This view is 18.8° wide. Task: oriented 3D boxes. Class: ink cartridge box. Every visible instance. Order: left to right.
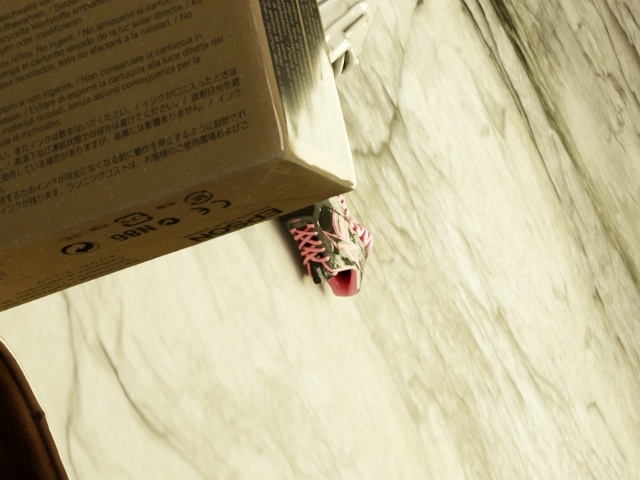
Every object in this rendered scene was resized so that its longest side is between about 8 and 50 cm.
[{"bbox_3d":[-0.119,-0.083,0.881,0.088,0.234,0.193,21,54,-63],"label":"ink cartridge box"}]

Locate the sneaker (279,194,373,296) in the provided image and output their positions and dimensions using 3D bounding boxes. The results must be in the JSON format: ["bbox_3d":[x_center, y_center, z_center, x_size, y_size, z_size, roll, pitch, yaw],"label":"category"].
[{"bbox_3d":[0.000,0.000,1.354,0.119,0.047,0.057,44,46,-46],"label":"sneaker"}]

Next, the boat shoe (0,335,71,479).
[{"bbox_3d":[-0.124,0.178,0.818,0.324,0.116,0.123,64,23,-17],"label":"boat shoe"}]

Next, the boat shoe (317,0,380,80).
[{"bbox_3d":[-0.012,-0.150,1.395,0.258,0.095,0.084,-35,110,-56],"label":"boat shoe"}]
